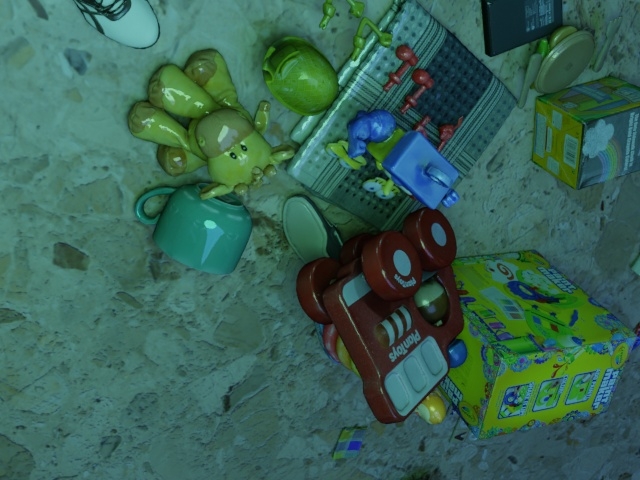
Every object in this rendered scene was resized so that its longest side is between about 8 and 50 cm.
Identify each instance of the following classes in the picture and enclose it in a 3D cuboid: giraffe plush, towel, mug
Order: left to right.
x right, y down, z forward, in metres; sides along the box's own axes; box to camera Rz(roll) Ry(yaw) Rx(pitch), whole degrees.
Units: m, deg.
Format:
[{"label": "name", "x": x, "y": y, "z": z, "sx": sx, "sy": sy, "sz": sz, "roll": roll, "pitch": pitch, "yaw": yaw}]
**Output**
[{"label": "mug", "x": -0.175, "y": -0.028, "z": 1.108, "sx": 0.157, "sy": 0.129, "sz": 0.097, "roll": 18, "pitch": 107, "yaw": -33}, {"label": "giraffe plush", "x": -0.134, "y": -0.132, "z": 1.037, "sx": 0.210, "sy": 0.170, "sz": 0.181, "roll": 32, "pitch": 102, "yaw": -36}, {"label": "towel", "x": 0.060, "y": 0.412, "z": 1.568, "sx": 0.060, "sy": 0.009, "sz": 0.083, "roll": 7, "pitch": 116, "yaw": -30}, {"label": "towel", "x": 0.129, "y": -0.174, "z": 1.224, "sx": 0.312, "sy": 0.056, "sz": 0.324, "roll": 29, "pitch": 102, "yaw": -39}]

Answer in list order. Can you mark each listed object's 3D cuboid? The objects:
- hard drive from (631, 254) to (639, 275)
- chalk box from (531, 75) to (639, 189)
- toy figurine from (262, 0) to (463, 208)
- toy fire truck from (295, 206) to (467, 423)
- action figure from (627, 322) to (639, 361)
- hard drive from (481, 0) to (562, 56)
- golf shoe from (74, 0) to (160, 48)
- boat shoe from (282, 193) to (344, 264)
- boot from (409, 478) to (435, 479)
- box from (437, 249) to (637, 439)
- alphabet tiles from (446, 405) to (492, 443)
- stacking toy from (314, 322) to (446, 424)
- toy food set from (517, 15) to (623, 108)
[{"label": "hard drive", "x": 0.815, "y": -0.037, "z": 1.636, "sx": 0.203, "sy": 0.040, "sz": 0.308, "roll": 17, "pitch": 111, "yaw": -33}, {"label": "chalk box", "x": 0.493, "y": -0.194, "z": 1.329, "sx": 0.213, "sy": 0.132, "sz": 0.132, "roll": -17, "pitch": 124, "yaw": -17}, {"label": "toy figurine", "x": 0.113, "y": -0.153, "z": 1.051, "sx": 0.191, "sy": 0.217, "sz": 0.362, "roll": -47, "pitch": 130, "yaw": 4}, {"label": "toy fire truck", "x": 0.123, "y": 0.105, "z": 1.171, "sx": 0.302, "sy": 0.169, "sz": 0.254, "roll": -29, "pitch": 94, "yaw": -51}, {"label": "action figure", "x": 0.727, "y": 0.227, "z": 1.765, "sx": 0.038, "sy": 0.030, "sz": 0.115, "roll": 16, "pitch": 109, "yaw": -27}, {"label": "hard drive", "x": 0.318, "y": -0.355, "z": 1.212, "sx": 0.135, "sy": 0.022, "sz": 0.094, "roll": -23, "pitch": 127, "yaw": -12}, {"label": "golf shoe", "x": -0.264, "y": -0.297, "z": 0.924, "sx": 0.077, "sy": 0.094, "sz": 0.198, "roll": -44, "pitch": 129, "yaw": 3}, {"label": "boat shoe", "x": 0.000, "y": 0.000, "z": 1.268, "sx": 0.065, "sy": 0.075, "sz": 0.206, "roll": -59, "pitch": 134, "yaw": -42}, {"label": "boot", "x": 0.183, "y": 0.768, "z": 1.757, "sx": 0.366, "sy": 0.146, "sz": 0.445, "roll": -24, "pitch": 124, "yaw": -1}, {"label": "box", "x": 0.338, "y": 0.171, "z": 1.376, "sx": 0.279, "sy": 0.290, "sz": 0.177, "roll": -5, "pitch": 121, "yaw": -22}, {"label": "alphabet tiles", "x": 0.366, "y": 0.347, "z": 1.676, "sx": 0.198, "sy": 0.009, "sz": 0.237, "roll": 3, "pitch": 117, "yaw": -27}, {"label": "stacking toy", "x": 0.120, "y": 0.202, "z": 1.282, "sx": 0.165, "sy": 0.302, "sz": 0.175, "roll": -23, "pitch": 127, "yaw": -11}, {"label": "toy food set", "x": 0.397, "y": -0.300, "z": 1.267, "sx": 0.192, "sy": 0.038, "sz": 0.132, "roll": -26, "pitch": 148, "yaw": -19}]
